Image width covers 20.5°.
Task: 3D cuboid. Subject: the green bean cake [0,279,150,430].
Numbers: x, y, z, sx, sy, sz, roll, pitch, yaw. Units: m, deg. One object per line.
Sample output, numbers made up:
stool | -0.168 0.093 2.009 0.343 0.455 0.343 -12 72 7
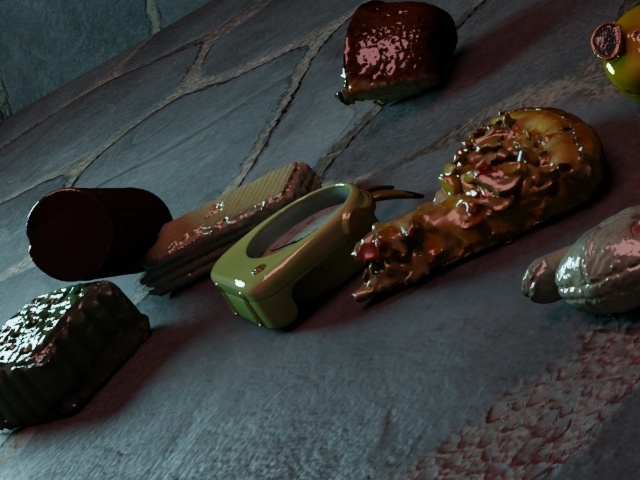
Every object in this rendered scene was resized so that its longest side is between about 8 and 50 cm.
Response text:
green bean cake | -0.315 0.129 2.091 0.173 0.094 0.181 -15 26 44

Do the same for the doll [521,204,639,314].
doll | 0.249 0.015 1.435 0.103 0.071 0.214 -31 4 -34

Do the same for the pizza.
pizza | 0.158 -0.060 1.798 0.288 0.074 0.251 -25 17 21

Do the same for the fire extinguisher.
fire extinguisher | -0.270 -0.010 2.244 0.135 0.114 0.337 -4 0 13

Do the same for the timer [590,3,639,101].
timer | 0.345 -0.190 1.809 0.107 0.109 0.107 -24 49 32

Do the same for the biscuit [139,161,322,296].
biscuit | -0.112 -0.015 2.165 0.239 0.062 0.108 -26 19 25

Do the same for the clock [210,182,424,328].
clock | 0.000 0.000 1.919 0.232 0.069 0.170 -37 17 -13

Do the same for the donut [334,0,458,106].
donut | 0.101 -0.250 2.309 0.126 0.144 0.186 -4 1 20
